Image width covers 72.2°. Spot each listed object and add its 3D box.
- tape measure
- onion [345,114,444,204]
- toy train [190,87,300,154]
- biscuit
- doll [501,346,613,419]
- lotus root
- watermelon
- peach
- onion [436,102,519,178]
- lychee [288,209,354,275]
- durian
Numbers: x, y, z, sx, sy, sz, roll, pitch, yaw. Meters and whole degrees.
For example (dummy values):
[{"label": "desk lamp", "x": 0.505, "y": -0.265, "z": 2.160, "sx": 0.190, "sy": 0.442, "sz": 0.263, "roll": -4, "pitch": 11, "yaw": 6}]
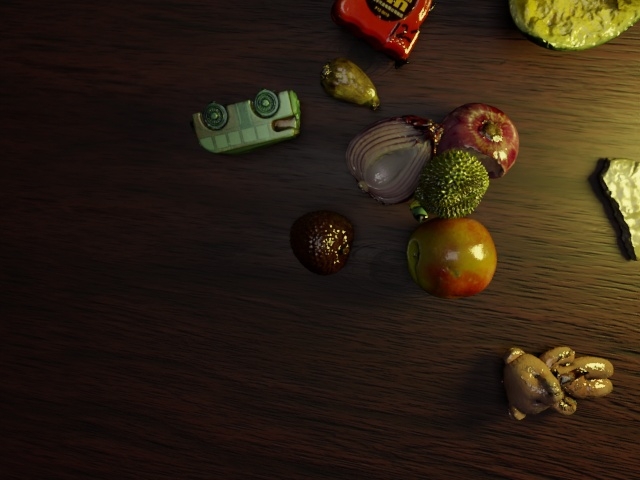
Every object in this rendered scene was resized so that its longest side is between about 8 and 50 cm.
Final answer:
[{"label": "tape measure", "x": 0.171, "y": -0.624, "z": 1.137, "sx": 0.253, "sy": 0.114, "sz": 0.260, "roll": 24, "pitch": 102, "yaw": -17}, {"label": "onion", "x": 0.217, "y": -0.236, "z": 1.179, "sx": 0.283, "sy": 0.120, "sz": 0.227, "roll": -31, "pitch": 104, "yaw": 37}, {"label": "toy train", "x": -0.211, "y": -0.335, "z": 1.259, "sx": 0.326, "sy": 0.129, "sz": 0.159, "roll": -10, "pitch": 101, "yaw": 9}, {"label": "biscuit", "x": 0.845, "y": -0.099, "z": 1.159, "sx": 0.141, "sy": 0.038, "sz": 0.289, "roll": -23, "pitch": 92, "yaw": 11}, {"label": "doll", "x": 0.657, "y": 0.390, "z": 1.192, "sx": 0.303, "sy": 0.156, "sz": 0.201, "roll": -6, "pitch": 89, "yaw": 5}, {"label": "lotus root", "x": 0.089, "y": -0.427, "z": 1.221, "sx": 0.191, "sy": 0.094, "sz": 0.108, "roll": 30, "pitch": 133, "yaw": -5}, {"label": "watermelon", "x": 0.626, "y": -0.612, "z": 1.059, "sx": 0.331, "sy": 0.189, "sz": 0.330, "roll": -2, "pitch": 86, "yaw": 24}, {"label": "peach", "x": 0.347, "y": 0.044, "z": 1.168, "sx": 0.231, "sy": 0.231, "sz": 0.231, "roll": 1, "pitch": 97, "yaw": 9}, {"label": "onion", "x": 0.411, "y": -0.266, "z": 1.146, "sx": 0.207, "sy": 0.200, "sz": 0.200, "roll": 17, "pitch": 99, "yaw": 24}, {"label": "lychee", "x": 0.002, "y": 0.004, "z": 1.237, "sx": 0.194, "sy": 0.194, "sz": 0.194, "roll": 1, "pitch": 97, "yaw": 9}, {"label": "durian", "x": 0.317, "y": -0.133, "z": 1.084, "sx": 0.159, "sy": 0.146, "sz": 0.198, "roll": 10, "pitch": 141, "yaw": -25}]
